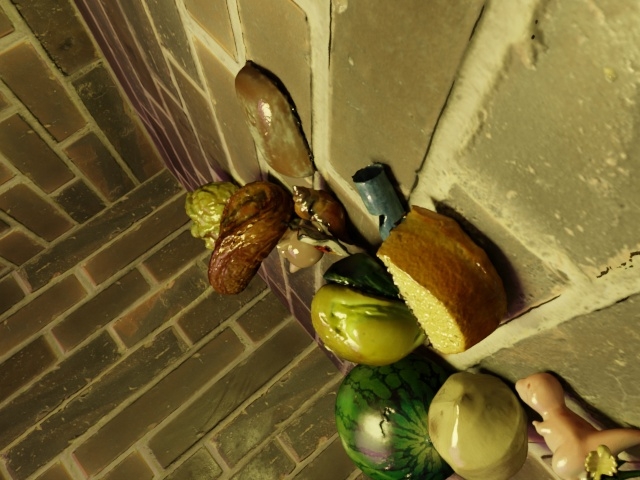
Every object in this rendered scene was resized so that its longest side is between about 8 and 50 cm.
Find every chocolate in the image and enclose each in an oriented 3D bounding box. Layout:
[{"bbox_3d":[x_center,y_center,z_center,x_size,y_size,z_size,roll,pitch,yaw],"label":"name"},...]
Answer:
[{"bbox_3d":[-0.107,-0.233,1.049,0.161,0.083,0.261,41,164,41],"label":"chocolate"}]

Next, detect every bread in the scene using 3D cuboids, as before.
[{"bbox_3d":[0.094,0.171,1.119,0.251,0.208,0.376,42,170,6],"label":"bread"},{"bbox_3d":[0.205,0.074,0.751,0.260,0.129,0.134,56,158,-22],"label":"bread"}]

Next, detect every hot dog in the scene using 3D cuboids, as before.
[{"bbox_3d":[-0.226,-0.005,1.458,0.174,0.266,0.387,24,129,-17],"label":"hot dog"}]

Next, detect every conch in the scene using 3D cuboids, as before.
[{"bbox_3d":[0.015,-0.062,1.128,0.233,0.080,0.086,31,-170,-28],"label":"conch"}]

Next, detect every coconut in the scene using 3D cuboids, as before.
[{"bbox_3d":[0.315,0.370,1.002,0.224,0.224,0.224,47,166,16],"label":"coconut"}]

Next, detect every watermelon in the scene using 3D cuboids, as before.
[{"bbox_3d":[0.205,0.447,1.255,0.363,0.363,0.363,47,166,16],"label":"watermelon"}]

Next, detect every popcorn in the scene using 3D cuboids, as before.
[{"bbox_3d":[-0.390,-0.103,1.909,0.282,0.282,0.247,69,180,-50],"label":"popcorn"}]

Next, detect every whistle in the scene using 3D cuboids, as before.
[{"bbox_3d":[0.146,0.002,0.888,0.062,0.062,0.304,28,153,58],"label":"whistle"}]

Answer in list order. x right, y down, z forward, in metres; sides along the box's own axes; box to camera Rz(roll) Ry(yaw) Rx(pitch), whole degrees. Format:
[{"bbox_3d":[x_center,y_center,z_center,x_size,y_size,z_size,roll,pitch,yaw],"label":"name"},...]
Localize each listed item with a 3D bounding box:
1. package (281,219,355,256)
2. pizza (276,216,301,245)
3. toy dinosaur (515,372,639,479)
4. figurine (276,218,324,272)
[{"bbox_3d":[0.000,0.000,1.188,0.166,0.040,0.232,19,-176,-20],"label":"package"},{"bbox_3d":[-0.121,-0.058,1.575,0.188,0.080,0.204,35,153,-3],"label":"pizza"},{"bbox_3d":[0.406,0.300,0.767,0.194,0.152,0.176,163,108,-66],"label":"toy dinosaur"},{"bbox_3d":[-0.049,0.015,1.382,0.125,0.138,0.125,53,172,11],"label":"figurine"}]
